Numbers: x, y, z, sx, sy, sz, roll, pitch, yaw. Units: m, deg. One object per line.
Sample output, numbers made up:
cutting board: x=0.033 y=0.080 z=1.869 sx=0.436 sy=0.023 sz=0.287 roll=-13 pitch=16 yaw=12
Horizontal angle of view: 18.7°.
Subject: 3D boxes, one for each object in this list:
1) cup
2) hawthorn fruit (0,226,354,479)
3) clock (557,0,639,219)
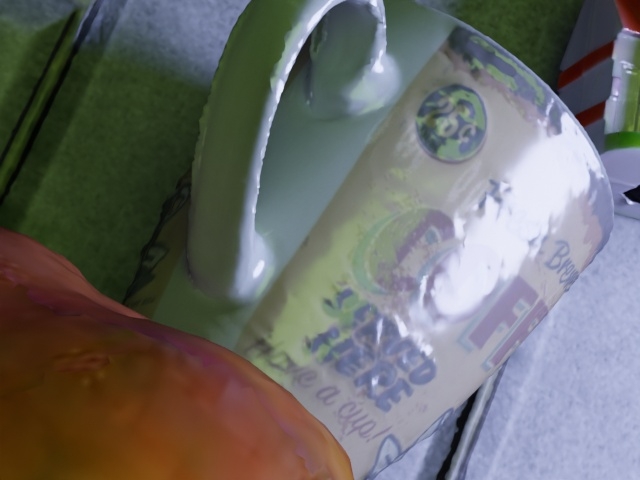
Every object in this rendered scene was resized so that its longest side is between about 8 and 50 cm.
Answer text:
cup: x=0.000 y=0.000 z=1.061 sx=0.227 sy=0.301 sz=0.257 roll=20 pitch=58 yaw=30
hawthorn fruit: x=-0.181 y=0.229 z=0.882 sx=0.472 sy=0.472 sz=0.471 roll=4 pitch=79 yaw=-18
clock: x=0.289 y=-0.164 z=1.268 sx=0.235 sy=0.166 sz=0.309 roll=13 pitch=74 yaw=-16
